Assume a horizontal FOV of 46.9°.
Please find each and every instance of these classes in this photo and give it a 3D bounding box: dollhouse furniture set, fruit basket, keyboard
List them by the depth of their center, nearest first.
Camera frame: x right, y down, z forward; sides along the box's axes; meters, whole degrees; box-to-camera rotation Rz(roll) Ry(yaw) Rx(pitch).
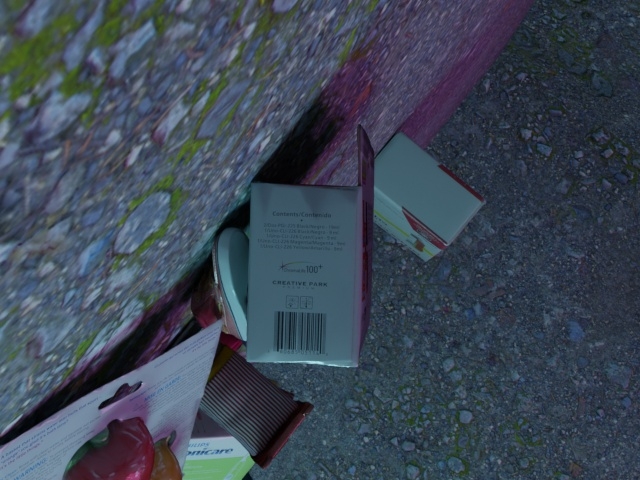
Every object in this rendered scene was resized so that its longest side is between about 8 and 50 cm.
[{"bbox_3d":[-0.260,0.279,0.849,0.327,0.165,0.353,-29,138,-54],"label":"fruit basket"},{"bbox_3d":[-0.264,0.222,1.114,0.256,0.014,0.072,-52,170,-2],"label":"keyboard"},{"bbox_3d":[-0.059,0.141,1.169,0.374,0.201,0.152,-52,-178,-17],"label":"dollhouse furniture set"}]

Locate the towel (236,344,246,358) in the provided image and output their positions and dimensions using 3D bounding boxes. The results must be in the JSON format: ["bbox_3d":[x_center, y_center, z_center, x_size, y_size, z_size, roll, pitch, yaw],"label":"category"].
[{"bbox_3d":[-0.235,0.312,1.866,0.152,0.023,0.113,-56,158,16],"label":"towel"}]

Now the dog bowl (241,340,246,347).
[{"bbox_3d":[-0.063,0.134,1.536,0.074,0.166,0.297,-41,-176,44],"label":"dog bowl"}]

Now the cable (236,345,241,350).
[{"bbox_3d":[-0.154,0.190,1.709,0.150,0.047,0.184,-54,176,27],"label":"cable"}]

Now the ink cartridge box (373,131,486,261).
[{"bbox_3d":[0.250,-0.101,1.980,0.160,0.279,0.385,-51,175,-6],"label":"ink cartridge box"}]

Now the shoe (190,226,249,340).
[{"bbox_3d":[-0.123,0.053,0.897,0.178,0.081,0.063,81,26,-43],"label":"shoe"}]

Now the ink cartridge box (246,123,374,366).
[{"bbox_3d":[0.000,0.000,0.958,0.309,0.130,0.272,-5,97,-84],"label":"ink cartridge box"}]

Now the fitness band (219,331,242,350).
[{"bbox_3d":[-0.235,0.269,1.485,0.209,0.054,0.291,-54,176,22],"label":"fitness band"}]

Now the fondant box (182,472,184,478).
[{"bbox_3d":[-0.368,0.519,1.173,0.330,0.096,0.238,-53,-174,27],"label":"fondant box"}]

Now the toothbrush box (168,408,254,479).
[{"bbox_3d":[-0.245,0.395,1.346,0.206,0.122,0.283,9,128,-40],"label":"toothbrush box"}]

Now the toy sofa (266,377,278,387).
[{"bbox_3d":[-0.236,0.439,1.578,0.150,0.177,0.362,-90,-156,-58],"label":"toy sofa"}]

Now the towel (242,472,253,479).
[{"bbox_3d":[-0.298,0.618,1.790,0.271,0.040,0.370,-43,-155,-8],"label":"towel"}]
